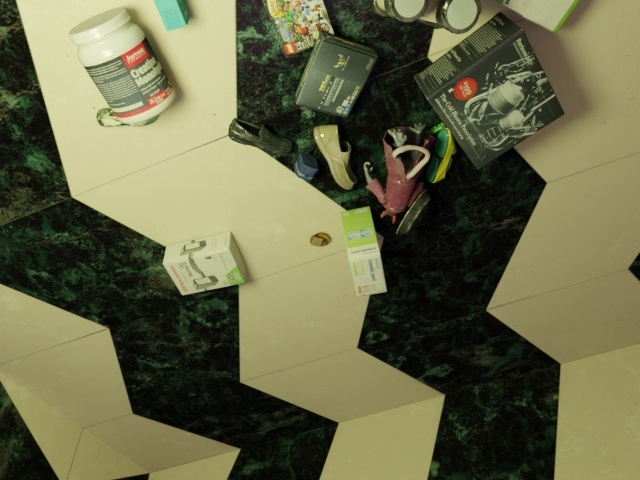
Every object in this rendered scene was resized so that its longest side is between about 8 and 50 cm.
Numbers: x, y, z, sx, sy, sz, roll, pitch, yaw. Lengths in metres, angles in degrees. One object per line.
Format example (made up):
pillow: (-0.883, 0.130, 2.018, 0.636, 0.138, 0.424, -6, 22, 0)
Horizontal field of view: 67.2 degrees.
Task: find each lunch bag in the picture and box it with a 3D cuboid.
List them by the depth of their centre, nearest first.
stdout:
lunch bag: (-0.052, -0.253, 1.695, 0.067, 0.098, 0.065, 16, 130, -25)

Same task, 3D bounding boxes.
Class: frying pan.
frying pan: (0.331, -0.057, 1.822, 0.053, 0.197, 0.326, 35, 138, 14)

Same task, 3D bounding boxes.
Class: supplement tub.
supplement tub: (-0.559, -0.492, 1.377, 0.191, 0.191, 0.272, -16, 131, 8)

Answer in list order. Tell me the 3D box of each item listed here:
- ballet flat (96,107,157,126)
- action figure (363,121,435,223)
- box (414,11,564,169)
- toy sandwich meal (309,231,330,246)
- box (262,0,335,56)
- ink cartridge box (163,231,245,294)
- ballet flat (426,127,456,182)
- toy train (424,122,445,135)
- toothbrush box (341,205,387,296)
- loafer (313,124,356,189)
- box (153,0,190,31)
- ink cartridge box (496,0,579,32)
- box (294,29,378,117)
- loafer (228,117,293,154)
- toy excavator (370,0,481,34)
ballet flat: (-0.621, -0.388, 1.545, 0.188, 0.070, 0.070, -3, 131, -3)
action figure: (0.294, -0.207, 1.665, 0.248, 0.275, 0.370, 1, 123, -12)
box: (0.530, -0.461, 1.524, 0.312, 0.179, 0.343, -35, 126, 21)
toy sandwich meal: (0.000, 0.000, 1.963, 0.086, 0.029, 0.085, -3, 131, -3)
box: (-0.071, -0.666, 1.374, 0.159, 0.044, 0.233, -19, 130, 10)
ink cartridge box: (-0.462, 0.096, 1.942, 0.273, 0.114, 0.198, -13, 131, 5)
ballet flat: (0.442, -0.305, 1.725, 0.077, 0.077, 0.231, -9, 138, -16)
toy train: (0.396, -0.383, 1.678, 0.083, 0.023, 0.017, -25, 128, 16)
toothbrush box: (0.165, 0.039, 1.848, 0.122, 0.283, 0.206, -12, 131, 4)
loafer: (0.069, -0.289, 1.675, 0.092, 0.102, 0.268, -20, 129, 19)
box: (-0.425, -0.697, 1.276, 0.060, 0.100, 0.244, -14, 131, 4)
ink cartridge box: (0.609, -0.734, 1.353, 0.255, 0.097, 0.188, 17, 127, -17)
box: (0.043, -0.504, 1.484, 0.183, 0.059, 0.232, 10, 137, -21)
loafer: (-0.196, -0.348, 1.613, 0.223, 0.076, 0.078, 15, 135, -13)
toy excavator: (0.234, -0.797, 1.218, 0.433, 0.222, 0.445, 7, 116, -11)
